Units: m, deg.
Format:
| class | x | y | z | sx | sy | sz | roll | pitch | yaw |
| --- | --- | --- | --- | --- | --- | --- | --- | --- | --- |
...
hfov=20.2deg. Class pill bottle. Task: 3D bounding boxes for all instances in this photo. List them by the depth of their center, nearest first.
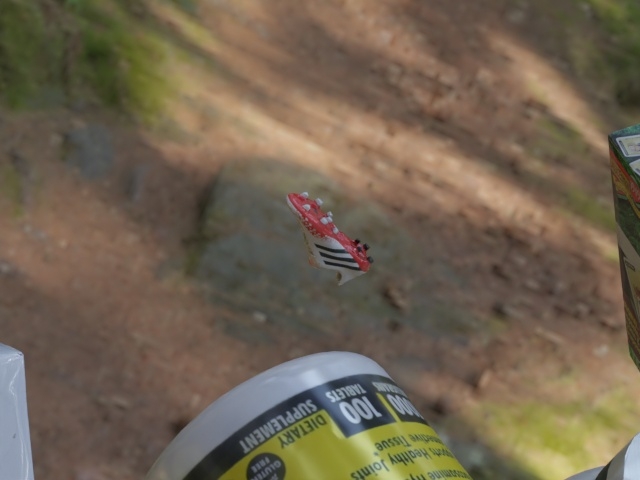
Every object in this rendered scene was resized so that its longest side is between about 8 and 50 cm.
| class | x | y | z | sx | sy | sz | roll | pitch | yaw |
| --- | --- | --- | --- | --- | --- | --- | --- | --- | --- |
| pill bottle | 0.050 | 0.239 | 1.013 | 0.334 | 0.188 | 0.188 | 51 | 20 | 27 |

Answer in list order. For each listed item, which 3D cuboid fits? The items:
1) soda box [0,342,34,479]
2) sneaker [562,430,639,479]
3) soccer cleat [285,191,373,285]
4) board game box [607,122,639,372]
| class | x | y | z | sx | sy | sz | roll | pitch | yaw |
| --- | --- | --- | --- | --- | --- | --- | --- | --- | --- |
| soda box | -0.121 | 0.135 | 0.515 | 0.074 | 0.216 | 0.069 | -9 | 12 | -30 |
| sneaker | 0.143 | 0.137 | 0.532 | 0.235 | 0.095 | 0.090 | 35 | 37 | -19 |
| soccer cleat | 0.000 | 0.000 | 1.201 | 0.083 | 0.035 | 0.029 | 41 | 21 | -33 |
| board game box | 0.179 | 0.072 | 0.739 | 0.030 | 0.136 | 0.259 | -14 | 35 | -6 |
